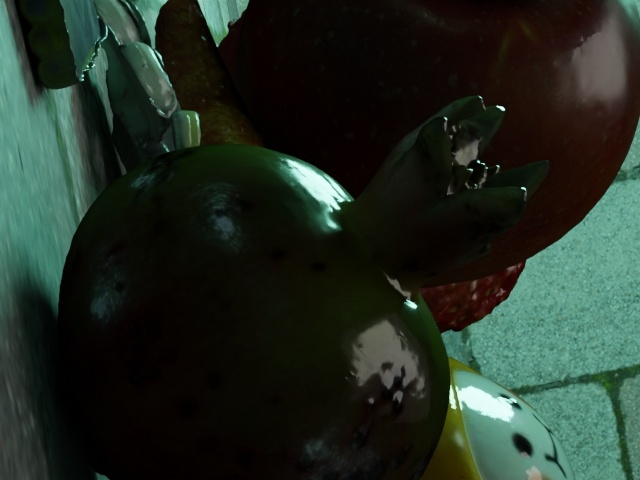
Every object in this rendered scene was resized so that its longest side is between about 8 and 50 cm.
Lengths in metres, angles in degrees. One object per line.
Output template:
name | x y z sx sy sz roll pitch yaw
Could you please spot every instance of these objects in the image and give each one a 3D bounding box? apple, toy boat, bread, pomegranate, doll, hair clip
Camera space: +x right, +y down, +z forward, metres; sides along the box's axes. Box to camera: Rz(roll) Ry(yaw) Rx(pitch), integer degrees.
apple | 0.064 -0.089 0.899 0.201 0.218 0.218 121 -35 -51
toy boat | -0.096 -0.094 0.612 0.115 0.016 0.063 -97 176 -74
bread | -0.041 0.009 0.812 0.139 0.095 0.269 93 -27 -48
pomegranate | -0.003 0.030 0.502 0.129 0.159 0.129 39 44 -52
doll | 0.030 0.153 0.976 0.236 0.213 0.213 36 20 -23
hair clip | -0.069 -0.016 0.697 0.116 0.049 0.172 100 -25 -53

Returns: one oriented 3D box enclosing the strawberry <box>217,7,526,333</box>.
strawberry | 0.020 -0.058 1.114 0.288 0.250 0.239 -32 119 -62
